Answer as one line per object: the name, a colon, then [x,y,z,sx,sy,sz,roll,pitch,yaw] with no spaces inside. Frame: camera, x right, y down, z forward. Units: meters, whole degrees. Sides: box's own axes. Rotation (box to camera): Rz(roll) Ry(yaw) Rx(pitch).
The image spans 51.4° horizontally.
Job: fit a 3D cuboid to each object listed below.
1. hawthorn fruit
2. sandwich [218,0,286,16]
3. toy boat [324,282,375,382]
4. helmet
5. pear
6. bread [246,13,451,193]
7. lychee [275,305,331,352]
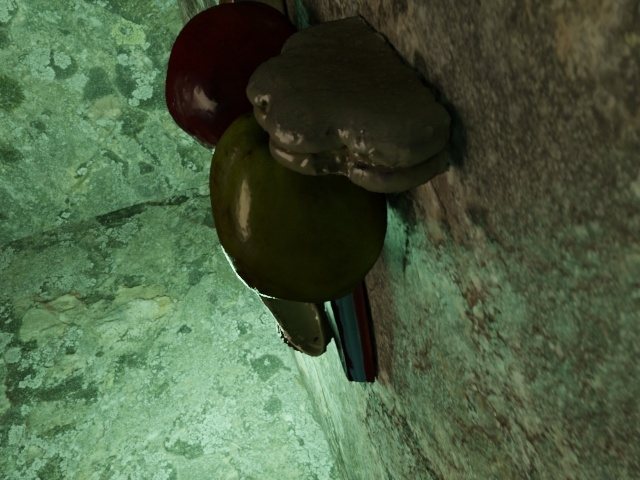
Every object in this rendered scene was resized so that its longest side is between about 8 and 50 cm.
hawthorn fruit: [-0.109,-0.249,1.106,0.307,0.265,0.265,34,146,40]
sandwich: [-0.118,-0.394,1.274,0.220,0.108,0.186,157,95,-77]
toy boat: [0.058,0.156,1.393,0.136,0.079,0.392,-121,14,-50]
helmet: [-0.032,0.133,1.577,0.258,0.137,0.204,56,147,-2]
pear: [-0.035,-0.045,0.979,0.269,0.269,0.321,-119,8,-45]
bread: [0.015,-0.160,0.791,0.337,0.183,0.102,-117,11,-49]
lychee: [-0.045,0.201,1.727,0.197,0.165,0.165,33,149,29]
